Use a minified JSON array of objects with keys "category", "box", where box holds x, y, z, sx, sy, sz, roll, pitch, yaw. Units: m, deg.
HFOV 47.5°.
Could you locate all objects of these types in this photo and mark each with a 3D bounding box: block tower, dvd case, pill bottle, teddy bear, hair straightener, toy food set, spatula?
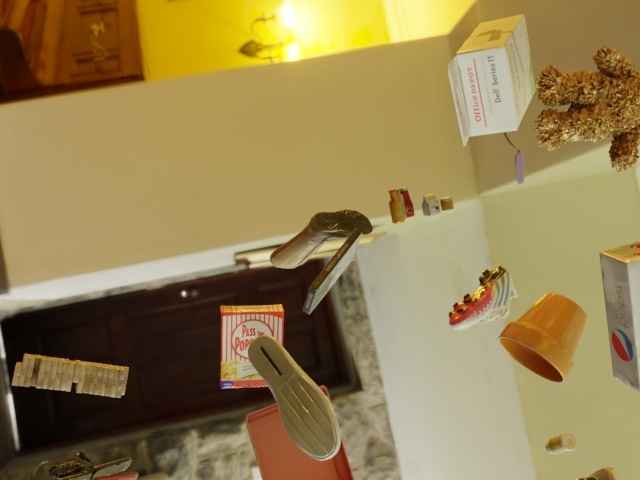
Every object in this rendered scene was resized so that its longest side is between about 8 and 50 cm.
[{"category":"block tower","box":[-0.770,0.420,2.258,0.097,0.336,0.090,178,-77,-70]},{"category":"dvd case","box":[0.035,0.092,2.137,0.030,0.238,0.179,34,-27,9]},{"category":"pill bottle","box":[0.580,0.494,1.762,0.083,0.043,0.043,123,-43,-60]},{"category":"teddy bear","box":[0.595,-0.272,1.478,0.113,0.338,0.245,128,-23,-83]},{"category":"hair straightener","box":[-0.505,0.489,1.527,0.089,0.230,0.047,52,-50,39]},{"category":"toy food set","box":[0.301,-0.127,2.278,0.111,0.232,0.104,3,-74,65]},{"category":"spatula","box":[0.559,-0.311,2.163,0.084,0.030,0.296,-21,92,-58]}]

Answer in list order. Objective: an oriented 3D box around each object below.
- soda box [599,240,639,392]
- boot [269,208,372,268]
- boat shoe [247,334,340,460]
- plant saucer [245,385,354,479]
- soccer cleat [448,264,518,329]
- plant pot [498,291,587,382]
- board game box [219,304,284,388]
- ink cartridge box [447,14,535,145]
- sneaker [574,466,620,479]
[{"category":"soda box","box":[0.483,0.117,1.103,0.074,0.069,0.216,-136,-148,-72]},{"category":"boot","box":[0.000,0.000,2.306,0.269,0.236,0.089,-42,-129,46]},{"category":"boat shoe","box":[-0.045,0.327,1.548,0.302,0.109,0.094,56,7,25]},{"category":"plant saucer","box":[-0.056,0.511,1.758,0.048,0.258,0.259,-24,-99,47]},{"category":"soccer cleat","box":[0.513,0.202,2.223,0.116,0.331,0.143,-26,-81,47]},{"category":"plant pot","box":[0.624,0.253,1.990,0.205,0.188,0.205,36,-13,10]},{"category":"board game box","box":[-0.163,0.250,1.717,0.045,0.147,0.193,-125,-144,-72]},{"category":"ink cartridge box","box":[0.414,-0.383,1.726,0.353,0.119,0.207,-52,132,-51]},{"category":"sneaker","box":[0.736,0.734,2.079,0.281,0.115,0.105,-55,-162,34]}]
